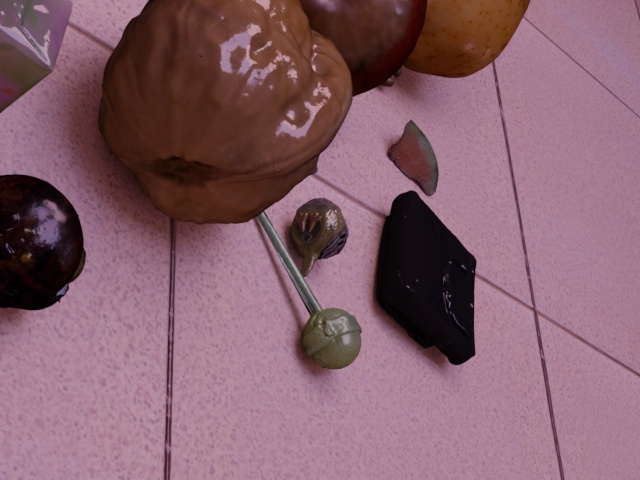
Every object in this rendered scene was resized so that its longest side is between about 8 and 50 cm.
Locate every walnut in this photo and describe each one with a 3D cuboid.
[{"bbox_3d":[-0.140,-0.216,1.756,0.383,0.383,0.383,33,42,-36],"label":"walnut"}]

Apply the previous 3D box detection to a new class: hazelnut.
[{"bbox_3d":[-0.016,-0.436,2.110,0.409,0.359,0.359,58,33,-2],"label":"hazelnut"}]

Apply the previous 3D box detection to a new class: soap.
[{"bbox_3d":[-0.442,-0.253,1.505,0.182,0.199,0.138,36,37,-34],"label":"soap"}]

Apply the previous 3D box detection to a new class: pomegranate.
[{"bbox_3d":[0.265,-0.533,2.469,0.410,0.410,0.410,33,42,-36],"label":"pomegranate"}]

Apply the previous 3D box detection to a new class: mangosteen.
[{"bbox_3d":[-0.363,-0.001,1.471,0.172,0.172,0.184,56,11,-7],"label":"mangosteen"}]

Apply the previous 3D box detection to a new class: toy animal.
[{"bbox_3d":[0.000,0.000,2.012,0.098,0.098,0.137,19,74,-46],"label":"toy animal"}]

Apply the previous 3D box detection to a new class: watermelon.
[{"bbox_3d":[0.189,-0.164,2.426,0.155,0.080,0.101,46,0,-17],"label":"watermelon"}]

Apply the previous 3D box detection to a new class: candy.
[{"bbox_3d":[-0.041,0.055,1.938,0.335,0.093,0.092,58,12,13],"label":"candy"}]

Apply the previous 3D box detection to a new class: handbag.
[{"bbox_3d":[0.198,0.070,2.223,0.244,0.088,0.275,42,34,-30],"label":"handbag"}]

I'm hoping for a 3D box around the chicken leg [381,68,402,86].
[{"bbox_3d":[0.078,-0.375,2.394,0.107,0.087,0.251,32,-4,43],"label":"chicken leg"}]
